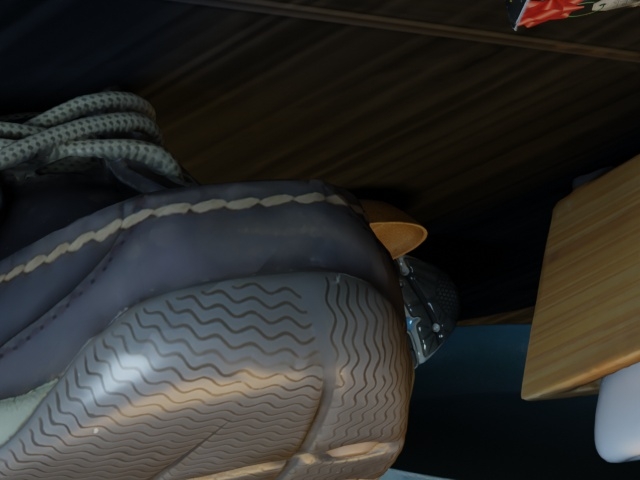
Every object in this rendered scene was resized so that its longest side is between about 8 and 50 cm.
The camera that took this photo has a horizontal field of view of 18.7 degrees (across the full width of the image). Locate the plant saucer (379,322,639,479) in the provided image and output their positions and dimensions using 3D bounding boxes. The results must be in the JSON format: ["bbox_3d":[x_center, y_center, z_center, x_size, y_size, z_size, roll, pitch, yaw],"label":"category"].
[{"bbox_3d":[0.124,0.091,0.909,0.317,0.044,0.317,0,-171,0],"label":"plant saucer"}]

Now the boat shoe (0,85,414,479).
[{"bbox_3d":[-0.091,0.023,0.534,0.132,0.130,0.355,-2,169,-28],"label":"boat shoe"}]

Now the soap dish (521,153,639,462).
[{"bbox_3d":[0.239,-0.010,0.732,0.229,0.118,0.291,-5,165,-31],"label":"soap dish"}]

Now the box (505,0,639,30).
[{"bbox_3d":[0.116,-0.091,0.473,0.137,0.027,0.094,-12,168,-6],"label":"box"}]

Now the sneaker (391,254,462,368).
[{"bbox_3d":[-0.013,0.037,0.853,0.162,0.063,0.073,-15,-174,23],"label":"sneaker"}]

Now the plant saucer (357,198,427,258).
[{"bbox_3d":[0.000,0.000,0.764,0.083,0.015,0.083,-12,166,-3],"label":"plant saucer"}]
